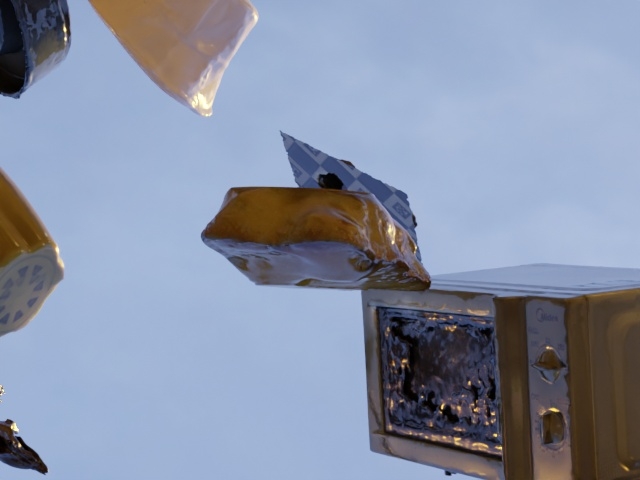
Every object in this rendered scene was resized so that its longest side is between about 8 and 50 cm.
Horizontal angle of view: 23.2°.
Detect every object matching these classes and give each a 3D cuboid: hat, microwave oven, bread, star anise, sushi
[{"bbox_3d":[-0.148,-0.244,1.673,0.126,0.203,0.203,-42,-144,10],"label":"hat"},{"bbox_3d":[0.244,0.144,1.617,0.286,0.218,0.355,-4,-177,-32],"label":"microwave oven"},{"bbox_3d":[0.000,0.000,1.375,0.160,0.088,0.233,-5,172,17],"label":"bread"},{"bbox_3d":[-0.399,0.231,1.866,0.053,0.212,0.157,-42,-108,8],"label":"star anise"},{"bbox_3d":[0.063,-0.050,2.130,0.219,0.231,0.047,29,-117,30],"label":"sushi"}]

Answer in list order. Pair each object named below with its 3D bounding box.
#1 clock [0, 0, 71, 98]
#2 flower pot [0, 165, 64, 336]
[{"bbox_3d":[-0.266,-0.216,1.167,0.049,0.226,0.226,-35,-137,-23],"label":"clock"},{"bbox_3d":[-0.398,0.012,1.776,0.195,0.195,0.179,-32,-122,-33],"label":"flower pot"}]
